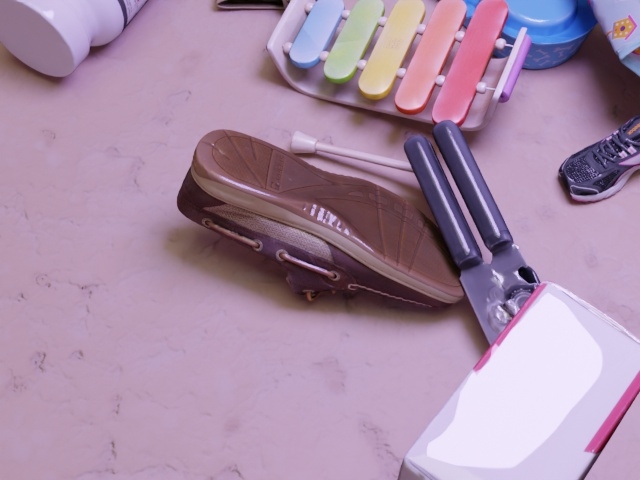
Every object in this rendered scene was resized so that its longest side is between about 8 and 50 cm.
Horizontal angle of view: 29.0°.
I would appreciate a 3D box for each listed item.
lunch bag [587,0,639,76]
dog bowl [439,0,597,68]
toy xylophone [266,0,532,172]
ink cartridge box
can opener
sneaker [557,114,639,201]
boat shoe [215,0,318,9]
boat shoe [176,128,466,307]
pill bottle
[{"bbox_3d":[0.454,-0.270,1.501,0.262,0.160,0.223,24,37,-33],"label":"lunch bag"},{"bbox_3d":[0.239,-0.340,1.628,0.166,0.074,0.297,-31,63,-19],"label":"dog bowl"},{"bbox_3d":[0.089,-0.200,1.512,0.322,0.081,0.236,7,58,15],"label":"toy xylophone"},{"bbox_3d":[0.170,0.212,1.145,0.131,0.306,0.226,33,63,17],"label":"ink cartridge box"},{"bbox_3d":[0.182,0.004,1.390,0.076,0.095,0.283,-28,70,14],"label":"can opener"},{"bbox_3d":[0.365,-0.114,1.487,0.178,0.077,0.072,-28,62,-17],"label":"sneaker"},{"bbox_3d":[-0.061,-0.320,1.622,0.153,0.056,0.048,9,68,6],"label":"boat shoe"},{"bbox_3d":[0.000,0.000,1.391,0.342,0.123,0.123,23,39,-11],"label":"boat shoe"},{"bbox_3d":[-0.288,-0.349,1.570,0.162,0.162,0.278,25,60,13],"label":"pill bottle"}]
